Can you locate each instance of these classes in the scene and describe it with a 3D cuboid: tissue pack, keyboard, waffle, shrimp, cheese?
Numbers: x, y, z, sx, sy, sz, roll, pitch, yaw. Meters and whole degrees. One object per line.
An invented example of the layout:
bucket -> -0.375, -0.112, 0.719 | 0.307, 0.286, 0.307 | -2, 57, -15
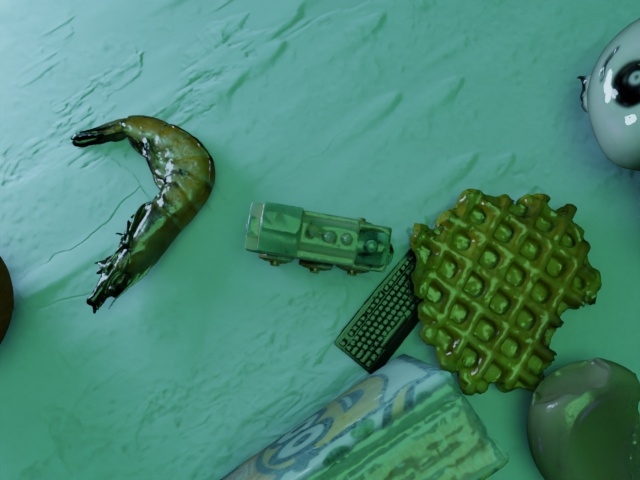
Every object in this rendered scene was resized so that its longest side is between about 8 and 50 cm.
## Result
tissue pack -> 0.022, 0.261, 0.716 | 0.310, 0.228, 0.128 | -33, 86, -6
keyboard -> 0.106, 0.083, 0.852 | 0.074, 0.015, 0.196 | 40, 82, 2
waffle -> 0.247, 0.063, 0.841 | 0.291, 0.051, 0.291 | 1, 83, -7
shrimp -> -0.266, -0.049, 0.835 | 0.198, 0.051, 0.262 | 31, 78, 8
cheese -> 0.365, 0.291, 0.808 | 0.163, 0.082, 0.286 | -29, 99, -7

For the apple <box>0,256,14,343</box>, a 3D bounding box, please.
apple -> -0.460, 0.074, 0.737 | 0.195, 0.196, 0.196 | 0, 82, -4

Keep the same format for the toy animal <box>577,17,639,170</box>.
toy animal -> 0.484, -0.149, 0.811 | 0.250, 0.251, 0.310 | -30, 74, -7

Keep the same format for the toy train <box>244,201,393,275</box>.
toy train -> 0.000, 0.000, 0.802 | 0.193, 0.125, 0.081 | 9, 85, -2
